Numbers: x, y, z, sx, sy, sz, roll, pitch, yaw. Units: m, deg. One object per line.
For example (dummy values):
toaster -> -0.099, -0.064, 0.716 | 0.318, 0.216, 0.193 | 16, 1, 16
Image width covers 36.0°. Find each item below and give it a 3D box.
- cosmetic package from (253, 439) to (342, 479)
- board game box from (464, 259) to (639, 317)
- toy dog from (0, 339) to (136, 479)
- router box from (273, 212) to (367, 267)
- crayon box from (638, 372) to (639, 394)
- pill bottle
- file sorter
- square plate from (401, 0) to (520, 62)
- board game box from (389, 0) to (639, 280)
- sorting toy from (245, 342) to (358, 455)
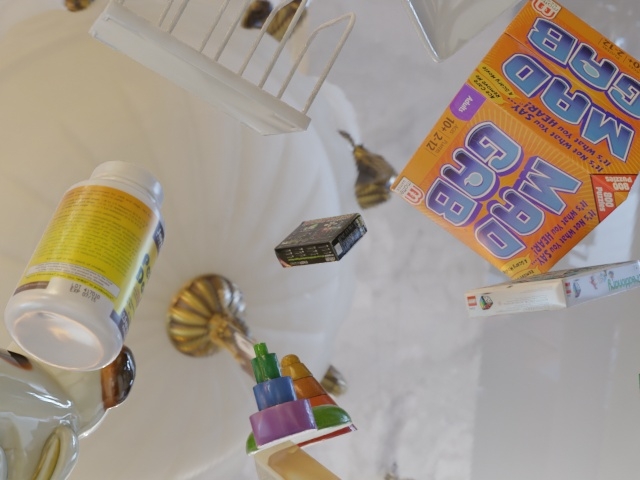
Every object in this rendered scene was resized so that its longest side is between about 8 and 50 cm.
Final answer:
cosmetic package -> -0.015, 0.229, 0.883 | 0.041, 0.115, 0.060 | -18, -72, -24
board game box -> 0.422, 0.085, 1.756 | 0.305, 0.193, 0.053 | -7, -92, -48
toy dog -> -0.479, 0.237, 1.469 | 0.408, 0.285, 0.395 | -19, -67, -56
router box -> 0.000, 0.000, 1.558 | 0.092, 0.122, 0.038 | -45, -62, -43
crayon box -> 0.564, 0.263, 1.361 | 0.279, 0.081, 0.165 | 4, -100, -33
pill bottle -> -0.231, 0.019, 1.010 | 0.117, 0.117, 0.215 | 53, -144, -36
file sorter -> -0.126, -0.278, 1.266 | 0.278, 0.193, 0.173 | 29, -96, -18
square plate -> 0.178, -0.362, 0.875 | 0.344, 0.049, 0.347 | -39, -32, 5
board game box -> 0.426, -0.199, 1.973 | 0.357, 0.356, 0.356 | 37, -127, 3
sorting toy -> -0.038, 0.181, 1.171 | 0.127, 0.365, 0.126 | -18, -105, 2
